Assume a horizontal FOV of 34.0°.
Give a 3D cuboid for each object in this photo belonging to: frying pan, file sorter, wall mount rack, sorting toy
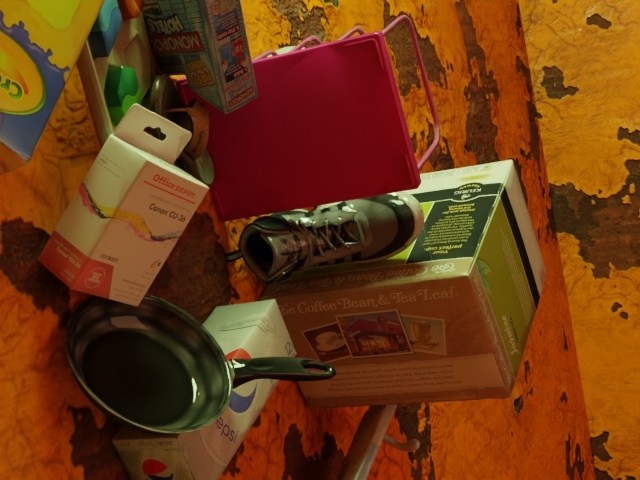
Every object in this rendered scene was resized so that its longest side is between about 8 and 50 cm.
[{"bbox_3d":[-0.149,0.129,1.196,0.326,0.053,0.197,-11,54,-50],"label":"frying pan"},{"bbox_3d":[-0.005,-0.171,1.422,0.182,0.290,0.202,-49,126,-60],"label":"file sorter"},{"bbox_3d":[0.124,0.323,1.531,0.130,0.304,0.350,30,54,-5],"label":"wall mount rack"},{"bbox_3d":[-0.218,-0.182,1.201,0.229,0.041,0.307,-81,164,-56],"label":"sorting toy"}]

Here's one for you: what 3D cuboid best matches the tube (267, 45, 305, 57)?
[{"bbox_3d":[-0.032,-0.179,1.631,0.070,0.062,0.240,-20,112,-18],"label":"tube"}]

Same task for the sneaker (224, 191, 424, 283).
[{"bbox_3d":[0.000,0.000,1.412,0.153,0.268,0.101,-25,103,-57],"label":"sneaker"}]

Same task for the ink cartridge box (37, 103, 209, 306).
[{"bbox_3d":[-0.201,-0.036,1.130,0.198,0.067,0.115,-59,149,4],"label":"ink cartridge box"}]

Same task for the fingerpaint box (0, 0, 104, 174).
[{"bbox_3d":[-0.374,-0.308,0.813,0.445,0.163,0.371,44,44,-37],"label":"fingerpaint box"}]

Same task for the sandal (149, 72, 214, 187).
[{"bbox_3d":[-0.161,-0.133,1.301,0.219,0.060,0.090,67,20,-57],"label":"sandal"}]

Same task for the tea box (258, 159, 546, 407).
[{"bbox_3d":[0.136,0.066,1.586,0.323,0.328,0.220,-57,132,-50],"label":"tea box"}]

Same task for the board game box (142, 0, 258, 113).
[{"bbox_3d":[-0.157,-0.252,1.270,0.060,0.194,0.194,-34,116,-34],"label":"board game box"}]

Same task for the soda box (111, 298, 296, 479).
[{"bbox_3d":[-0.133,0.187,1.283,0.286,0.098,0.091,-54,130,-53],"label":"soda box"}]
